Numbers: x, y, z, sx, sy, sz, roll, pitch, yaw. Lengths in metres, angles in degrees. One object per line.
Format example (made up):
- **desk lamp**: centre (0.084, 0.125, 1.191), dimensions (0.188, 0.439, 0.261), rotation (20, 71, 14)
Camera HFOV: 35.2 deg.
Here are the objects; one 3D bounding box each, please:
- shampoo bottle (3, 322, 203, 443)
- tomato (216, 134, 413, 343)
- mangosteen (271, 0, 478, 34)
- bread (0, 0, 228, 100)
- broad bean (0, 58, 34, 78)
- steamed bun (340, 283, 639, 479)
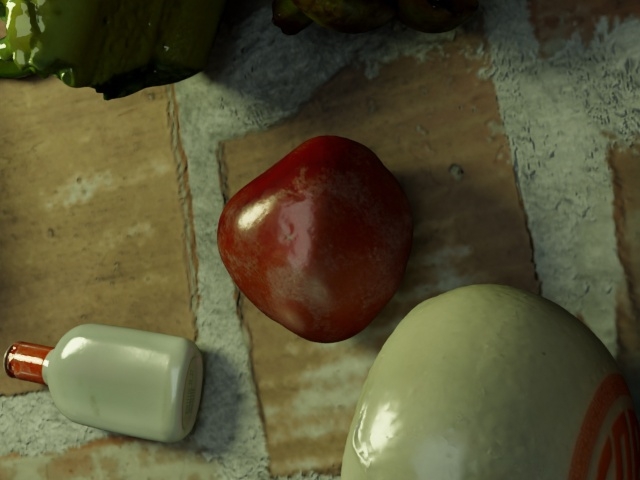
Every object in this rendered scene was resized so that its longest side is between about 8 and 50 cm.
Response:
- **shampoo bottle**: centre (-0.228, 0.140, 1.042), dimensions (0.221, 0.051, 0.108), rotation (7, 90, 23)
- **tomato**: centre (0.000, 0.000, 0.910), dimensions (0.187, 0.151, 0.187), rotation (-2, 83, 17)
- **mangosteen**: centre (0.036, -0.327, 0.864), dimensions (0.307, 0.307, 0.346), rotation (28, 121, 23)
- **bread**: centre (-0.192, -0.332, 0.979), dimensions (0.208, 0.251, 0.376), rotation (25, 97, 40)
- **broad bean**: centre (-0.419, -0.223, 1.165), dimensions (0.298, 0.043, 0.060), rotation (20, 81, 22)
- **steamed bun**: centre (0.146, 0.177, 0.756), dimensions (0.177, 0.283, 0.282), rotation (6, 87, 31)
